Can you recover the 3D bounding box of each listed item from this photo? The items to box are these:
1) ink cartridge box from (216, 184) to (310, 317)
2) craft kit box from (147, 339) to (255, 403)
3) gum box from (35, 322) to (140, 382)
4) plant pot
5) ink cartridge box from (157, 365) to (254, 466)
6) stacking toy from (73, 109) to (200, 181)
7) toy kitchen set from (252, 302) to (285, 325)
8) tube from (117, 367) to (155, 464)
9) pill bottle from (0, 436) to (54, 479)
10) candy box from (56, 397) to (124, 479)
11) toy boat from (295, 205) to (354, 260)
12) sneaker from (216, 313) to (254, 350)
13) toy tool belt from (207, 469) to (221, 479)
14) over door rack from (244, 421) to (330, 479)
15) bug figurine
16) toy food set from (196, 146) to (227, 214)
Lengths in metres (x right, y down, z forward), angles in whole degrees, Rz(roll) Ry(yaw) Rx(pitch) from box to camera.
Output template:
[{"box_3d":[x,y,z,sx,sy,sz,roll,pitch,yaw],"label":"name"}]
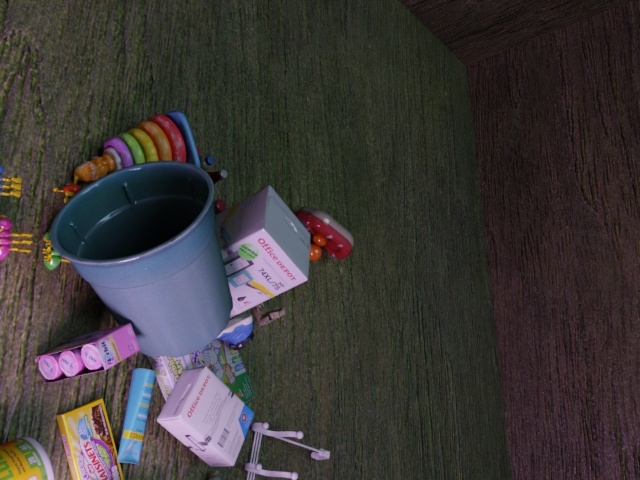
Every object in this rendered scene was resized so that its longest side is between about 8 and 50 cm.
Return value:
[{"box_3d":[-0.189,0.033,1.716,0.198,0.270,0.197,51,24,-30],"label":"ink cartridge box"},{"box_3d":[-0.297,0.344,1.682,0.246,0.060,0.250,-30,102,-51],"label":"craft kit box"},{"box_3d":[-0.481,0.232,1.357,0.107,0.188,0.062,-31,103,-62],"label":"gum box"},{"box_3d":[-0.352,0.057,1.446,0.341,0.341,0.334,-64,150,-43],"label":"plant pot"},{"box_3d":[-0.268,0.419,1.572,0.203,0.085,0.148,52,41,-28],"label":"ink cartridge box"},{"box_3d":[-0.461,-0.203,1.601,0.301,0.175,0.166,-26,105,-41],"label":"stacking toy"},{"box_3d":[-0.162,0.196,1.892,0.068,0.083,0.075,-31,103,-55],"label":"toy kitchen set"},{"box_3d":[-0.418,0.397,1.499,0.080,0.052,0.207,41,49,-56],"label":"tube"},{"box_3d":[-0.605,0.447,1.143,0.245,0.136,0.137,-12,87,-55],"label":"pill bottle"},{"box_3d":[-0.485,0.451,1.403,0.105,0.027,0.206,-15,90,-52],"label":"candy box"},{"box_3d":[0.000,0.000,2.170,0.231,0.151,0.151,38,80,-40],"label":"toy boat"},{"box_3d":[-0.234,0.253,1.703,0.152,0.058,0.085,-22,111,-42],"label":"sneaker"},{"box_3d":[-0.250,0.617,1.644,0.051,0.052,0.083,-47,117,-41],"label":"toy tool belt"},{"box_3d":[-0.078,0.658,1.818,0.324,0.108,0.240,38,50,-40],"label":"over door rack"},{"box_3d":[-0.605,-0.054,1.387,0.279,0.072,0.216,19,69,-55],"label":"bug figurine"},{"box_3d":[-0.312,-0.145,1.794,0.111,0.104,0.232,-35,106,-53],"label":"toy food set"}]
